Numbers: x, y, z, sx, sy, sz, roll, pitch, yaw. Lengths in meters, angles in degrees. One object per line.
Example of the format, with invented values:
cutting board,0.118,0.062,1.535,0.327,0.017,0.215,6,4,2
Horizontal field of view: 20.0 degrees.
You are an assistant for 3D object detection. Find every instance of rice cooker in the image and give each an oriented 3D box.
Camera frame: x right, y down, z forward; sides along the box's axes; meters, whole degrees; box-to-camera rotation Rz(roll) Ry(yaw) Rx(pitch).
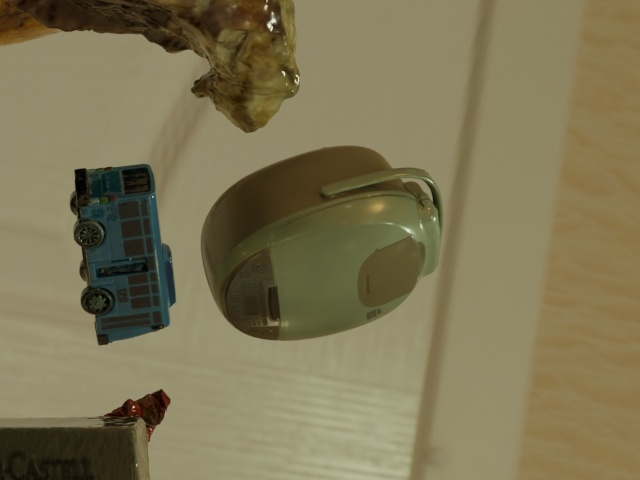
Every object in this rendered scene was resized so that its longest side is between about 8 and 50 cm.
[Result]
rice cooker,0.000,0.000,1.508,0.127,0.206,0.145,55,-21,38

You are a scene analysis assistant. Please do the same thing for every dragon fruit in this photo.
dragon fruit,-0.201,0.183,1.711,0.131,0.063,0.097,-45,-161,-4

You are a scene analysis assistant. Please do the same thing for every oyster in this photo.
oyster,-0.129,-0.218,1.297,0.100,0.271,0.275,-93,-165,-62

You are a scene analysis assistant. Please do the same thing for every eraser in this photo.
eraser,-0.255,0.202,1.469,0.352,0.077,0.111,-5,-90,36

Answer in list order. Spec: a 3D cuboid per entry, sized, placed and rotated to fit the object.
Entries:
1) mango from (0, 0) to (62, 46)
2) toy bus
mango,-0.368,-0.339,2.205,0.199,0.350,0.201,-148,-130,-73
toy bus,-0.217,0.016,1.991,0.090,0.106,0.184,-110,-166,-59
